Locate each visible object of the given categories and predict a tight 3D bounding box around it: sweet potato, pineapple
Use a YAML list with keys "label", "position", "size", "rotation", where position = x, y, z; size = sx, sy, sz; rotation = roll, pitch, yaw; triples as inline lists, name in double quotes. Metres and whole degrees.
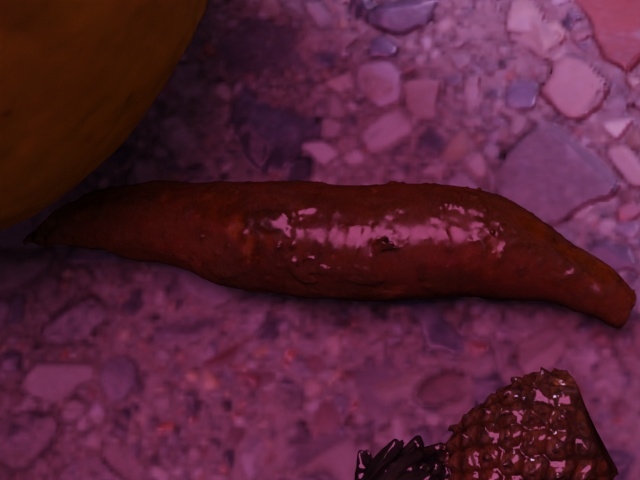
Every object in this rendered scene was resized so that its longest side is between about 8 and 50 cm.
- label: "sweet potato"
  position: [0.000, 0.000, 0.829]
  size: [0.314, 0.072, 0.066]
  rotation: [4, 83, 9]
- label: "pineapple"
  position: [0.056, 0.120, 0.775]
  size: [0.159, 0.074, 0.074]
  rotation: [-25, 66, 6]

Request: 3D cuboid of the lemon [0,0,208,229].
- label: "lemon"
  position: [-0.212, -0.161, 0.778]
  size: [0.350, 0.349, 0.387]
  rotation: [-1, 56, 10]
